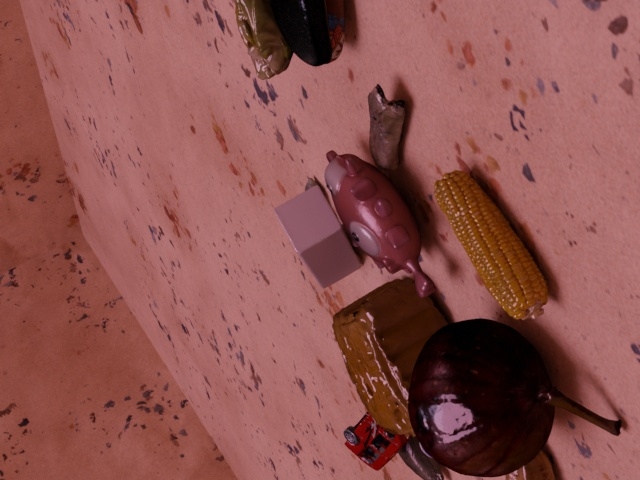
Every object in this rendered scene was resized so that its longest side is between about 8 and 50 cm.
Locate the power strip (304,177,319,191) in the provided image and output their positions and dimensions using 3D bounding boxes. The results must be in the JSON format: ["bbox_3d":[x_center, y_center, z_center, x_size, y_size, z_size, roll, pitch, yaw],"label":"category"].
[{"bbox_3d":[-0.001,-0.063,2.049,0.055,0.035,0.083,120,135,-69],"label":"power strip"}]

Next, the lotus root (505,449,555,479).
[{"bbox_3d":[0.294,0.338,1.729,0.072,0.063,0.152,12,125,34],"label":"lotus root"}]

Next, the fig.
[{"bbox_3d":[0.221,0.193,1.555,0.249,0.186,0.204,152,110,-65],"label":"fig"}]

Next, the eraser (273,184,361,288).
[{"bbox_3d":[0.000,-0.001,1.901,0.078,0.076,0.298,61,180,14],"label":"eraser"}]

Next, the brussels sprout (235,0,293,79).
[{"bbox_3d":[-0.078,-0.324,1.779,0.139,0.100,0.181,-133,20,-66],"label":"brussels sprout"}]

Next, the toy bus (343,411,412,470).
[{"bbox_3d":[0.112,0.302,2.059,0.089,0.081,0.195,45,144,11],"label":"toy bus"}]

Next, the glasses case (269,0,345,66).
[{"bbox_3d":[-0.029,-0.370,1.592,0.122,0.082,0.321,44,153,43],"label":"glasses case"}]

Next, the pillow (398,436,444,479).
[{"bbox_3d":[0.138,0.325,2.161,0.241,0.051,0.093,58,162,6],"label":"pillow"}]

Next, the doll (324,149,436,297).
[{"bbox_3d":[0.082,-0.028,1.739,0.262,0.093,0.211,57,174,16],"label":"doll"}]

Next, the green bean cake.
[{"bbox_3d":[0.121,0.182,1.877,0.230,0.131,0.224,63,164,2],"label":"green bean cake"}]

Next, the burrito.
[{"bbox_3d":[0.087,-0.148,1.652,0.051,0.042,0.171,45,158,20],"label":"burrito"}]

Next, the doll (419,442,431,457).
[{"bbox_3d":[0.196,0.312,1.975,0.143,0.057,0.099,121,131,-67],"label":"doll"}]

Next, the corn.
[{"bbox_3d":[0.206,0.006,1.498,0.206,0.067,0.067,58,161,15],"label":"corn"}]
